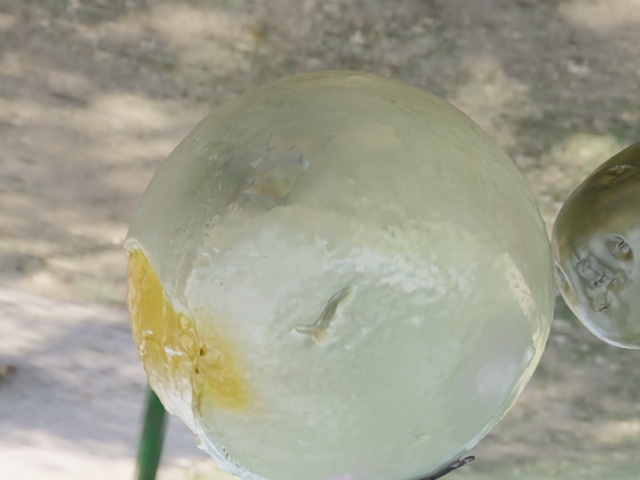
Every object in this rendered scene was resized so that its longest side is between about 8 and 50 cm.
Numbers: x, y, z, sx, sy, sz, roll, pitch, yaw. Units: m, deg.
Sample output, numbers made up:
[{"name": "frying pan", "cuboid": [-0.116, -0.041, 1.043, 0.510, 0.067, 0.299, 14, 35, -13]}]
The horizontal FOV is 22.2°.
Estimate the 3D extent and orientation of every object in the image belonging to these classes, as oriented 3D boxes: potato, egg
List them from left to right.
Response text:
[{"name": "egg", "cuboid": [0.000, 0.000, 1.125, 0.337, 0.337, 0.201, 5, 155, 17]}, {"name": "potato", "cuboid": [0.421, -0.016, 1.882, 0.326, 0.221, 0.243, -27, -170, -21]}]
